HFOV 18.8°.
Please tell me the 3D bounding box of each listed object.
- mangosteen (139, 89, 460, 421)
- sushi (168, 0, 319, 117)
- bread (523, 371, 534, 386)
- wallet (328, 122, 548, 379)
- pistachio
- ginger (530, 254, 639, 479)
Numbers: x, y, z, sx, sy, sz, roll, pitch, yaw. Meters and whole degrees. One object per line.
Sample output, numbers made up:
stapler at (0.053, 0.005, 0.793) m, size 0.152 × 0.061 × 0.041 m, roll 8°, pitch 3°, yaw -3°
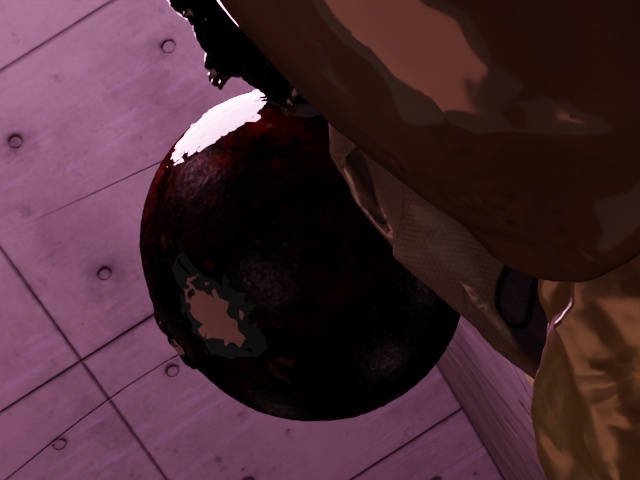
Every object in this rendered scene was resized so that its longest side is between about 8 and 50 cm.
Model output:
mangosteen at (0.000, 0.000, 1.512) m, size 0.288 × 0.288 × 0.288 m, roll 57°, pitch 178°, yaw 4°
sushi at (-0.015, -0.168, 1.263) m, size 0.126 × 0.136 × 0.225 m, roll 58°, pitch 165°, yaw -22°
bread at (0.183, 0.079, 1.694) m, size 0.112 × 0.036 × 0.193 m, roll 65°, pitch 178°, yaw -30°
wallet at (0.102, -0.008, 0.827) m, size 0.335 × 0.068 × 0.275 m, roll 43°, pitch 166°, yaw 10°
pistachio at (0.028, -0.112, 0.474) m, size 0.213 × 0.163 × 0.260 m, roll 131°, pitch 127°, yaw -74°
ginger at (0.121, -0.009, 0.552) m, size 0.138 × 0.152 × 0.267 m, roll 60°, pitch -164°, yaw -18°
